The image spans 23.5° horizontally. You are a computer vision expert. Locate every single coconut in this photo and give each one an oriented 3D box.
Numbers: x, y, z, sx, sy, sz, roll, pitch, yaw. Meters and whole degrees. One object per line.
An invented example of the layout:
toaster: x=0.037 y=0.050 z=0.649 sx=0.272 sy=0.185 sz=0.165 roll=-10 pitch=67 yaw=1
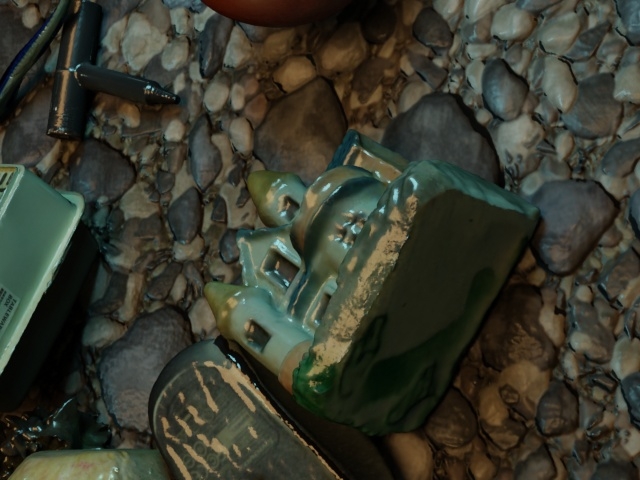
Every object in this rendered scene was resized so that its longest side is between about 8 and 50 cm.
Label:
coconut: x=-0.235 y=0.342 z=1.611 sx=0.259 sy=0.259 sz=0.259 roll=-8 pitch=76 yaw=36

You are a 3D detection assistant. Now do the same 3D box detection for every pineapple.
pineapple: x=-0.411 y=0.293 z=1.804 sx=0.362 sy=0.202 sz=0.202 roll=-21 pitch=69 yaw=17

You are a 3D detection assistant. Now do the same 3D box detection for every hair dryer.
hair dryer: x=-0.241 y=-0.207 z=1.847 sx=0.195 sy=0.050 sz=0.173 roll=2 pitch=83 yaw=33

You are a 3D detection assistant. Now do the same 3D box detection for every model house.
model house: x=0.000 y=0.000 z=1.534 sx=0.325 sy=0.194 sz=0.267 roll=36 pitch=103 yaw=40

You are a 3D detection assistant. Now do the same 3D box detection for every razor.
razor: x=-0.354 y=-0.251 z=1.895 sx=0.056 sy=0.093 sz=0.324 roll=44 pitch=127 yaw=14

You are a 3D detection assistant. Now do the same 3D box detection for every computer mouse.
computer mouse: x=-0.027 y=0.257 z=1.547 sx=0.203 sy=0.114 sz=0.374 roll=-43 pitch=71 yaw=20

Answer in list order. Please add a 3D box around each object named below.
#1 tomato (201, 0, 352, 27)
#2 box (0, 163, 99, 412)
tomato: x=-0.039 y=-0.346 z=1.587 sx=0.224 sy=0.256 sz=0.255 roll=16 pitch=91 yaw=9
box: x=-0.402 y=0.055 z=1.789 sx=0.220 sy=0.166 sz=0.290 roll=1 pitch=56 yaw=39
